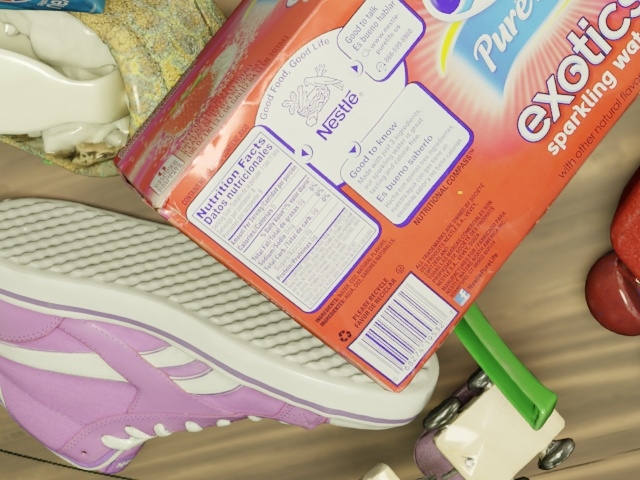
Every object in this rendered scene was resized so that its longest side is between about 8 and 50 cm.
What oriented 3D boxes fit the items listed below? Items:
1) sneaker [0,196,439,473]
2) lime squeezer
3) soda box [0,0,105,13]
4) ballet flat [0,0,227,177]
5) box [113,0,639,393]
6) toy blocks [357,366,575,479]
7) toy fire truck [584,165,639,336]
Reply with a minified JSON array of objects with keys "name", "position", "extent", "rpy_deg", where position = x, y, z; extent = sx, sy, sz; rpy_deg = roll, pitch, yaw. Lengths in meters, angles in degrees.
[{"name":"sneaker","position":[-0.074,0.081,0.671],"extent":[0.282,0.102,0.161],"rpy_deg":[17,123,14]},{"name":"lime squeezer","position":[0.000,0.000,0.609],"extent":[0.310,0.110,0.059],"rpy_deg":[28,141,21]},{"name":"soda box","position":[-0.122,-0.207,0.476],"extent":[0.067,0.071,0.210],"rpy_deg":[4,83,9]},{"name":"ballet flat","position":[-0.215,-0.111,0.560],"extent":[0.349,0.123,0.123],"rpy_deg":[16,119,9]},{"name":"box","position":[0.046,-0.085,0.472],"extent":[0.128,0.122,0.257],"rpy_deg":[39,88,-22]},{"name":"toy blocks","position":[0.086,0.267,0.682],"extent":[0.288,0.260,0.309],"rpy_deg":[-41,89,-5]},{"name":"toy fire truck","position":[0.270,0.037,0.554],"extent":[0.302,0.169,0.254],"rpy_deg":[46,134,-13]}]
